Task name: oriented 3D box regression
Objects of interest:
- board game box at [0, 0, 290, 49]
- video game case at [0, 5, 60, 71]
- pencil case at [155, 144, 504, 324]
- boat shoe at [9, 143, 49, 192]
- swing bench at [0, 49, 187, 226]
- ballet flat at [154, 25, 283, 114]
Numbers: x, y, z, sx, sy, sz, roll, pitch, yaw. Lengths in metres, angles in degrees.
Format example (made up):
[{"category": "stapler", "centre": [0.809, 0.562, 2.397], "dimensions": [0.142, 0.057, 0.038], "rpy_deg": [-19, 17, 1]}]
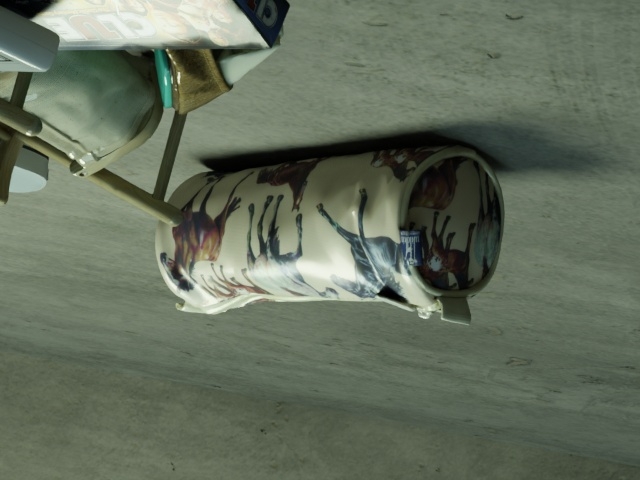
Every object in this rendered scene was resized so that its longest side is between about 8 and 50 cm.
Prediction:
[{"category": "board game box", "centre": [-0.166, -0.202, 1.350], "dimensions": [0.243, 0.042, 0.165], "rpy_deg": [3, 153, 33]}, {"category": "video game case", "centre": [-0.405, -0.208, 1.400], "dimensions": [0.329, 0.036, 0.300], "rpy_deg": [25, 170, -35]}, {"category": "pencil case", "centre": [0.000, 0.000, 2.014], "dimensions": [0.410, 0.183, 0.160], "rpy_deg": [-4, 159, 43]}, {"category": "boat shoe", "centre": [-0.392, -0.139, 1.911], "dimensions": [0.113, 0.105, 0.306], "rpy_deg": [-12, 160, 35]}, {"category": "swing bench", "centre": [-0.279, -0.139, 1.746], "dimensions": [0.254, 0.165, 0.253], "rpy_deg": [7, 166, 31]}, {"category": "ballet flat", "centre": [-0.096, -0.199, 1.549], "dimensions": [0.124, 0.116, 0.342], "rpy_deg": [-8, 159, 1]}]
